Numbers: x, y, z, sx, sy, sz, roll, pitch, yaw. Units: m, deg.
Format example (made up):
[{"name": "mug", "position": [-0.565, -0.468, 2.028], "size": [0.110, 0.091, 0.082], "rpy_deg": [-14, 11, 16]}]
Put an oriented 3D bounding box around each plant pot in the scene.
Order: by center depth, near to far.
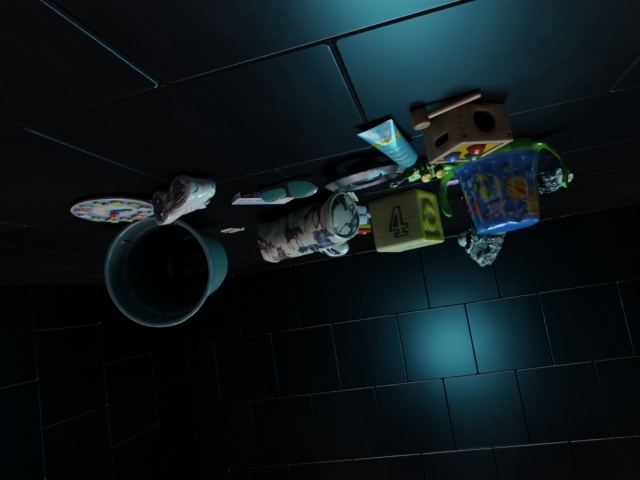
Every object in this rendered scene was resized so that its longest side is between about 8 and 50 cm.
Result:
[{"name": "plant pot", "position": [-0.480, 0.089, 1.589], "size": [0.340, 0.342, 0.334], "rpy_deg": [-10, -179, 4]}]

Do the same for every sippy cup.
[{"name": "sippy cup", "position": [0.501, -0.140, 1.311], "size": [0.239, 0.224, 0.305], "rpy_deg": [-7, 172, -19]}]

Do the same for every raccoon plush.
[{"name": "raccoon plush", "position": [0.716, -0.074, 1.763], "size": [0.216, 0.300, 0.446], "rpy_deg": [-2, 169, -39]}]

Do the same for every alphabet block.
[{"name": "alphabet block", "position": [0.318, -0.069, 1.740], "size": [0.197, 0.194, 0.192], "rpy_deg": [-14, 172, 34]}]

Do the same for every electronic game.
[{"name": "electronic game", "position": [0.121, -0.175, 1.262], "size": [0.229, 0.048, 0.229], "rpy_deg": [-14, 179, 0]}]

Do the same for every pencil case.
[{"name": "pencil case", "position": [-0.046, -0.046, 1.624], "size": [0.159, 0.184, 0.410], "rpy_deg": [33, 147, -34]}]

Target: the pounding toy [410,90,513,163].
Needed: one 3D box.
[{"name": "pounding toy", "position": [0.279, -0.219, 0.956], "size": [0.205, 0.094, 0.181], "rpy_deg": [-7, 172, -20]}]

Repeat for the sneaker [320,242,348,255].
[{"name": "sneaker", "position": [0.000, 0.000, 2.079], "size": [0.234, 0.094, 0.153], "rpy_deg": [24, 179, 23]}]

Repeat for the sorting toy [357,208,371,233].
[{"name": "sorting toy", "position": [0.066, -0.056, 1.921], "size": [0.255, 0.090, 0.257], "rpy_deg": [-1, 169, -44]}]

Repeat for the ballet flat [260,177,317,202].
[{"name": "ballet flat", "position": [-0.086, -0.144, 1.298], "size": [0.168, 0.057, 0.052], "rpy_deg": [-8, -159, 16]}]

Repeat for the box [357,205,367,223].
[{"name": "box", "position": [0.028, -0.074, 1.711], "size": [0.067, 0.063, 0.323], "rpy_deg": [0, 175, -45]}]

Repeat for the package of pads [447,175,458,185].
[{"name": "package of pads", "position": [0.432, -0.199, 1.516], "size": [0.083, 0.032, 0.050], "rpy_deg": [-11, 171, 17]}]

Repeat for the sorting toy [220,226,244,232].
[{"name": "sorting toy", "position": [-0.340, -0.041, 1.846], "size": [0.083, 0.012, 0.062], "rpy_deg": [-13, 171, 27]}]

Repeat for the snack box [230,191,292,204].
[{"name": "snack box", "position": [-0.170, -0.125, 1.393], "size": [0.178, 0.022, 0.064], "rpy_deg": [-4, 172, -35]}]

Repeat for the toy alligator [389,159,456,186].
[{"name": "toy alligator", "position": [0.275, -0.193, 1.290], "size": [0.189, 0.056, 0.051], "rpy_deg": [-15, 131, 7]}]

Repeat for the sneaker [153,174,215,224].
[{"name": "sneaker", "position": [-0.338, -0.095, 1.181], "size": [0.115, 0.091, 0.232], "rpy_deg": [-6, 174, -43]}]

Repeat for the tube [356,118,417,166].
[{"name": "tube", "position": [0.158, -0.216, 1.042], "size": [0.080, 0.052, 0.207], "rpy_deg": [-23, 161, 25]}]

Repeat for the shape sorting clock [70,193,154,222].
[{"name": "shape sorting clock", "position": [-0.540, -0.078, 1.238], "size": [0.206, 0.041, 0.206], "rpy_deg": [-9, 172, -1]}]
